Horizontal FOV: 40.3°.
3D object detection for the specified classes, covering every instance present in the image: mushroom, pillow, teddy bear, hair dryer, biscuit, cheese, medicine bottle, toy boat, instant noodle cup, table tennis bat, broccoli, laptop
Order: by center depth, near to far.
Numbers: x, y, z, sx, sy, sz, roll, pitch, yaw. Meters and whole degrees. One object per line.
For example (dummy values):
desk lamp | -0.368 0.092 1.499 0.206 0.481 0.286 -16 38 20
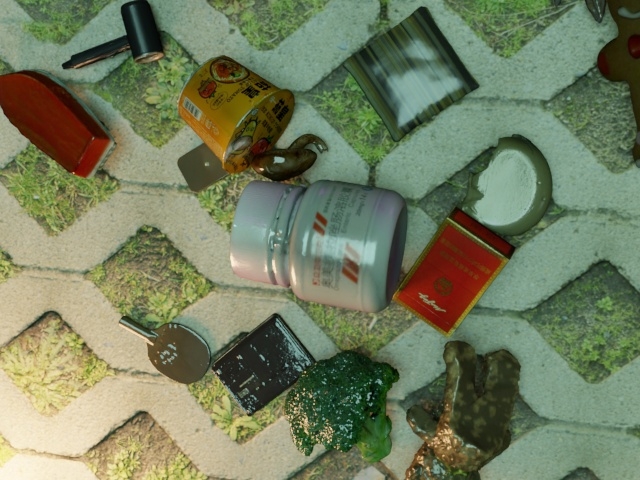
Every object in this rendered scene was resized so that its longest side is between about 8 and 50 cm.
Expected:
biscuit | 0.625 -0.327 1.623 0.064 0.283 0.432 -23 100 -26
cheese | 0.385 -0.114 1.775 0.175 0.091 0.202 20 98 10
medicine bottle | 0.000 0.000 1.783 0.325 0.256 0.256 11 98 13
pillow | 0.186 -0.345 1.814 0.212 0.052 0.208 -34 85 11
teddy bear | 0.293 0.379 1.823 0.246 0.222 0.296 15 65 -19
instant noodle cup | -0.184 -0.274 1.831 0.172 0.216 0.216 40 102 15
mushroom | -0.061 -0.172 1.848 0.170 0.135 0.080 -22 106 -16
broccoli | 0.050 0.368 1.848 0.269 0.269 0.254 39 66 6
hair dryer | -0.479 -0.442 1.946 0.255 0.070 0.128 -13 92 18
laptop | -0.131 0.280 1.955 0.207 0.026 0.154 -39 87 13
toy boat | -0.590 -0.279 1.958 0.332 0.133 0.145 41 107 16
table tennis bat | -0.360 0.239 2.006 0.234 0.022 0.131 29 102 6

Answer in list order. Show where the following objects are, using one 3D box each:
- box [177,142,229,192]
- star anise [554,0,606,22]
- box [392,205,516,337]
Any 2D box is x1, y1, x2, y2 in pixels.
box | -0.248 -0.170 1.935 0.126 0.031 0.091 -30 89 14
star anise | 0.490 -0.604 1.699 0.349 0.109 0.292 20 92 -1
box | 0.270 0.068 1.786 0.153 0.074 0.240 33 123 4
